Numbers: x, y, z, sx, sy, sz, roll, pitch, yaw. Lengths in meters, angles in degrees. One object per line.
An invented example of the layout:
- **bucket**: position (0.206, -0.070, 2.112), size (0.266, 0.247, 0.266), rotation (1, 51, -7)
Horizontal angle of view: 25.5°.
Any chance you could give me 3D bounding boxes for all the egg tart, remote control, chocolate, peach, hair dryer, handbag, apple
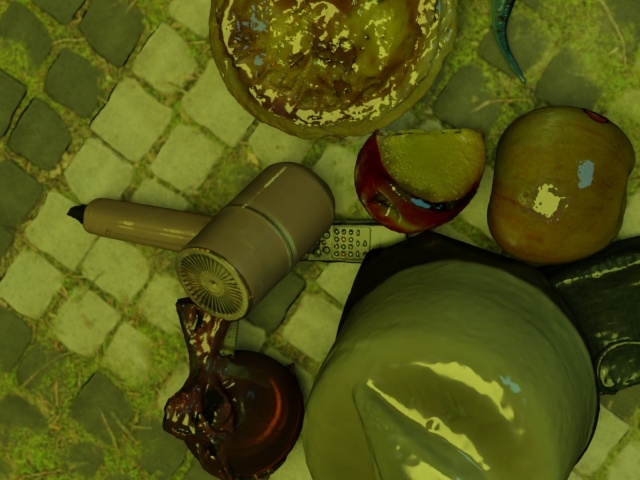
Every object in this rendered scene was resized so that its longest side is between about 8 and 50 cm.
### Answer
- **egg tart**: position (0.016, -0.255, 1.616), size (0.290, 0.115, 0.290), rotation (1, 96, 10)
- **remote control**: position (0.000, 0.000, 1.701), size (0.212, 0.028, 0.059), rotation (3, 102, 10)
- **chocolate**: position (0.119, 0.187, 1.535), size (0.326, 0.297, 0.314), rotation (23, 112, 21)
- **peach**: position (0.113, -0.074, 1.616), size (0.127, 0.172, 0.092), rotation (50, 140, 11)
- **hair dryer**: position (-0.166, -0.024, 1.664), size (0.344, 0.189, 0.106), rotation (11, 133, 34)
- **handbag**: position (0.354, 0.091, 1.630), size (0.270, 0.088, 0.175), rotation (-17, 102, 12)
- **apple**: position (0.267, -0.060, 1.570), size (0.155, 0.182, 0.182), rotation (10, 100, 4)

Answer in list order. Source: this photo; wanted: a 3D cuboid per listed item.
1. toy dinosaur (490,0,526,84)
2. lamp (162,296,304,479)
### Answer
- **toy dinosaur**: position (0.192, -0.345, 1.590), size (0.144, 0.076, 0.329), rotation (3, 99, -23)
- **lamp**: position (-0.096, 0.181, 1.672), size (0.151, 0.223, 0.215), rotation (-1, 65, 4)
